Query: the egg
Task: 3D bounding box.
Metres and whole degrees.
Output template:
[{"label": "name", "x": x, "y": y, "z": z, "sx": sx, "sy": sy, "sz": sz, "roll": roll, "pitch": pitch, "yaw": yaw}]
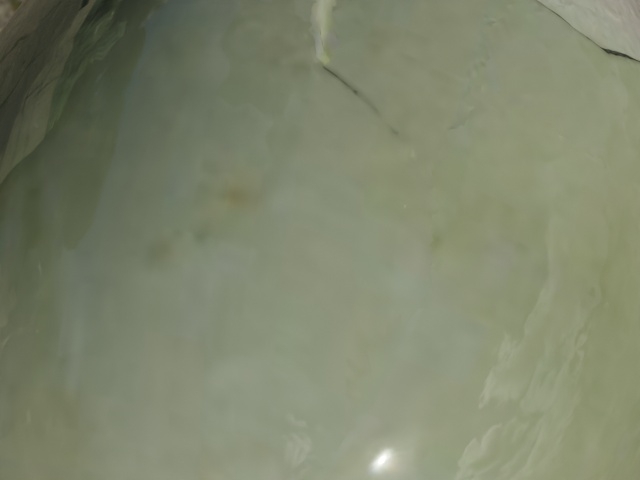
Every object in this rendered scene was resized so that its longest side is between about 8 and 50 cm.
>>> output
[{"label": "egg", "x": 0.000, "y": 0.000, "z": 0.504, "sx": 0.278, "sy": 0.278, "sz": 0.336, "roll": 24, "pitch": 76, "yaw": -20}]
